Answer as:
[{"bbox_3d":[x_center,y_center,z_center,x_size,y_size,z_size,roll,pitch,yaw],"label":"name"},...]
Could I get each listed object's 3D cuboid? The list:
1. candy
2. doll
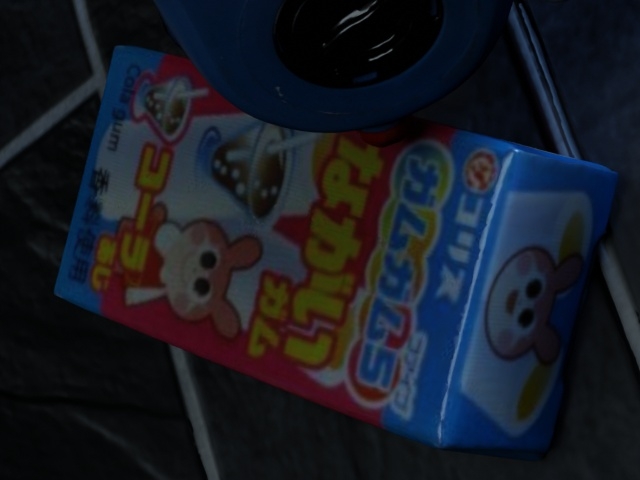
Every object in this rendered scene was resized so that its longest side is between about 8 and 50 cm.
[{"bbox_3d":[-0.001,0.000,1.050,0.306,0.100,0.157,19,96,41],"label":"candy"},{"bbox_3d":[-0.006,-0.204,0.971,0.240,0.284,0.310,87,173,-47],"label":"doll"}]
